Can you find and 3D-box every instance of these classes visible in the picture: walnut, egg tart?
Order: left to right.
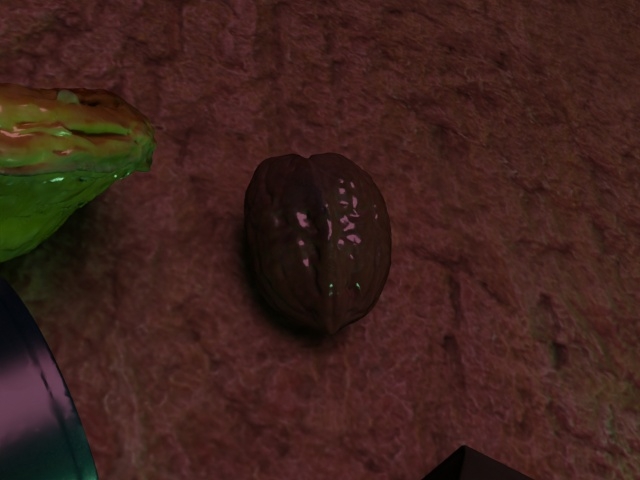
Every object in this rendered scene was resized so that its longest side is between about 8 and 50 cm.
[{"bbox_3d":[-0.367,-0.075,0.637,0.443,0.178,0.443,10,9,-2],"label":"egg tart"},{"bbox_3d":[-0.001,0.001,0.844,0.178,0.178,0.230,3,64,-25],"label":"walnut"}]

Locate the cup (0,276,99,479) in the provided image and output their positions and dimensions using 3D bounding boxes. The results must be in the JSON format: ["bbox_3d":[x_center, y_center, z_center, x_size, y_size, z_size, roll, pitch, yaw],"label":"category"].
[{"bbox_3d":[-0.343,0.153,0.479,0.292,0.242,0.308,-22,79,-36],"label":"cup"}]

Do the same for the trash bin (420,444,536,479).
[{"bbox_3d":[0.198,0.321,0.686,0.240,0.164,0.122,29,45,1],"label":"trash bin"}]
